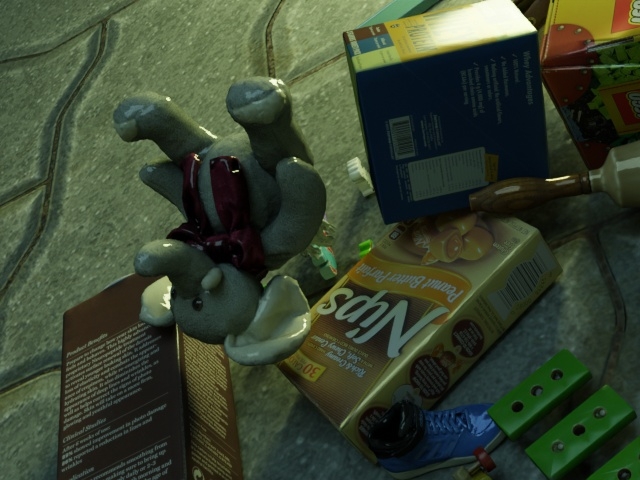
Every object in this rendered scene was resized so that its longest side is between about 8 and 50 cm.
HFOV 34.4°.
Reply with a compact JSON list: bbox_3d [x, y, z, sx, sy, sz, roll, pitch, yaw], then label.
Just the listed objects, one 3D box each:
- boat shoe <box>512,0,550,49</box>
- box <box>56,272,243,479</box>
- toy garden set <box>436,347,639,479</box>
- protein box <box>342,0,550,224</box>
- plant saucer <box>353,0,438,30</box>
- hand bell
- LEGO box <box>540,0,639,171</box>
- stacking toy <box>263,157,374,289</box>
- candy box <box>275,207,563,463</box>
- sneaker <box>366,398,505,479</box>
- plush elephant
[{"bbox_3d":[0.189,-0.237,1.413,0.342,0.123,0.123,-26,40,32],"label":"boat shoe"},{"bbox_3d":[-0.220,0.218,1.313,0.191,0.143,0.381,-28,42,14],"label":"box"},{"bbox_3d":[0.241,0.246,0.998,0.203,0.049,0.244,-38,40,-3],"label":"toy garden set"},{"bbox_3d":[0.147,-0.152,1.207,0.201,0.200,0.136,-12,30,1],"label":"protein box"},{"bbox_3d":[0.138,-0.382,1.695,0.192,0.018,0.067,-36,39,6],"label":"plant saucer"},{"bbox_3d":[0.287,-0.062,1.153,0.241,0.126,0.126,-9,47,15],"label":"hand bell"},{"bbox_3d":[0.498,-0.355,1.250,0.372,0.193,0.500,-7,49,33],"label":"LEGO box"},{"bbox_3d":[0.000,0.000,1.420,0.166,0.052,0.221,-26,43,19],"label":"stacking toy"},{"bbox_3d":[0.107,0.086,1.219,0.316,0.087,0.183,-44,37,-7],"label":"candy box"},{"bbox_3d":[0.122,0.200,1.102,0.152,0.085,0.058,-24,42,18],"label":"sneaker"},{"bbox_3d":[-0.119,0.002,1.215,0.271,0.330,0.255,5,58,37],"label":"plush elephant"}]
